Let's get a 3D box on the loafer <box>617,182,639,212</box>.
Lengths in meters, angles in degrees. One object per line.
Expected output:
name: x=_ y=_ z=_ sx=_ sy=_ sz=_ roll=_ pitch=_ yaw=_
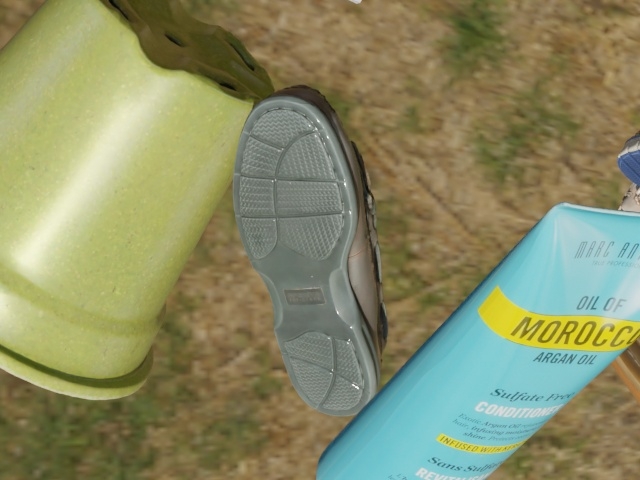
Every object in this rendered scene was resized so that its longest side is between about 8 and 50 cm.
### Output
loafer: x=0.270 y=-0.017 z=1.654 sx=0.045 sy=0.039 sz=0.125 roll=59 pitch=141 yaw=40

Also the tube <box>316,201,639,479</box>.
tube: x=0.066 y=0.044 z=0.695 sx=0.207 sy=0.080 sz=0.052 roll=-52 pitch=49 yaw=46

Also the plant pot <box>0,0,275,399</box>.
plant pot: x=-0.175 y=-0.064 z=1.478 sx=0.276 sy=0.276 sz=0.254 roll=46 pitch=108 yaw=25

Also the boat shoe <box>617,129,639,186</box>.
boat shoe: x=0.303 y=-0.088 z=1.493 sx=0.183 sy=0.066 sz=0.066 roll=-7 pitch=45 yaw=57

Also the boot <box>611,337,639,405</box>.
boot: x=0.161 y=0.099 z=0.839 sx=0.197 sy=0.073 sz=0.152 roll=56 pitch=157 yaw=23

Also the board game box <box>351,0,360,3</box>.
board game box: x=-0.083 y=-0.302 z=0.963 sx=0.347 sy=0.078 sz=0.233 roll=25 pitch=107 yaw=-10

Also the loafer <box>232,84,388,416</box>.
loafer: x=0.000 y=0.000 z=1.422 sx=0.096 sy=0.084 sz=0.267 roll=4 pitch=122 yaw=23
